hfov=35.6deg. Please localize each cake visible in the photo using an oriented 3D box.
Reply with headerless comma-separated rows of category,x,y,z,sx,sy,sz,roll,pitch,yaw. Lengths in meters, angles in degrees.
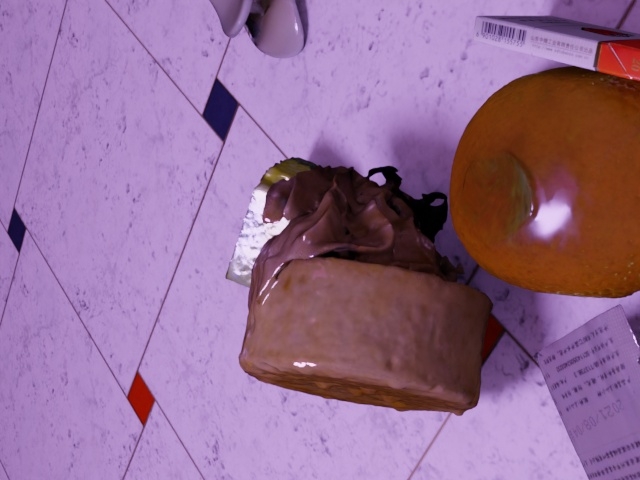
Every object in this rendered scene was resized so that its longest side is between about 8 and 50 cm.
cake,0.068,0.046,1.294,0.332,0.332,0.321,-9,68,50

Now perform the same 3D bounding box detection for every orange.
orange,0.269,-0.070,1.140,0.334,0.196,0.263,16,94,61

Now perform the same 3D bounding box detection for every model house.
model house,0.000,0.000,1.513,0.211,0.170,0.194,25,109,15

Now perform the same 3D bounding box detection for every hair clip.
hair clip,-0.122,-0.416,1.611,0.172,0.113,0.282,-51,52,40

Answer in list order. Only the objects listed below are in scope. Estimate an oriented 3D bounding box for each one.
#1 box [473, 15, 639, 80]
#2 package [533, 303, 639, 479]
box,0.303,-0.214,1.098,0.245,0.139,0.035,27,118,47
package,0.318,0.200,1.115,0.251,0.062,0.204,103,146,-69
